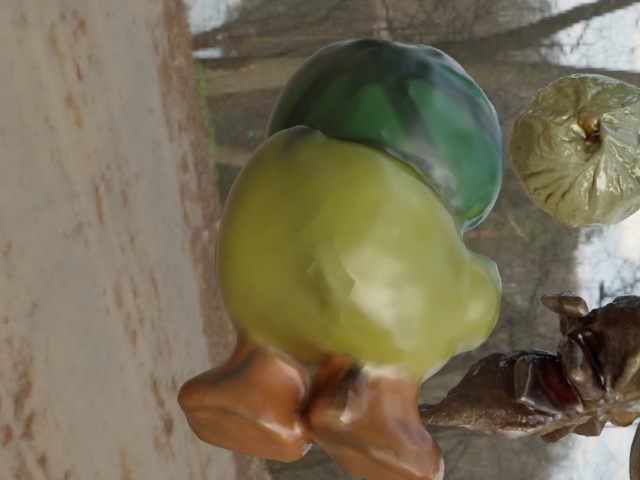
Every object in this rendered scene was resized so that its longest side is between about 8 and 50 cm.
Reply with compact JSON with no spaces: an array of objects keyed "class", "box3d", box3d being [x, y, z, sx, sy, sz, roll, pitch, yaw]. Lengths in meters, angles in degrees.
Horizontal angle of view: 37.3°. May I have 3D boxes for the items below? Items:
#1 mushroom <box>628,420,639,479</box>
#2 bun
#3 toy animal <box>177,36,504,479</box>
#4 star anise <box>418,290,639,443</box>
[{"class":"mushroom","box3d":[0.559,0.292,1.126,0.362,0.362,0.294,-81,153,-59]},{"class":"bun","box3d":[0.369,-0.131,1.295,0.134,0.221,0.220,33,56,-76]},{"class":"toy animal","box3d":[0.026,-0.009,0.683,0.191,0.216,0.338,66,37,-54]},{"class":"star anise","box3d":[0.256,0.125,0.932,0.350,0.292,0.109,13,44,-42]}]
